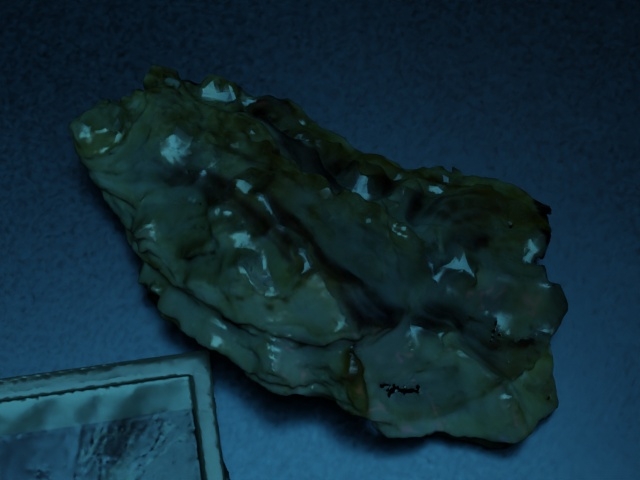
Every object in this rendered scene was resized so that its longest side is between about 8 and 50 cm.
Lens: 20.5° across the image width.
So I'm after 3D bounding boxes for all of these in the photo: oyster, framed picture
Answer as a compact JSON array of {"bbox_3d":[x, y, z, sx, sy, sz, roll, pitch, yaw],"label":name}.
[{"bbox_3d":[-0.001,0.001,1.108,0.354,0.107,0.201,20,67,4],"label":"oyster"},{"bbox_3d":[-0.148,0.213,1.068,0.209,0.019,0.281,-9,71,-6],"label":"framed picture"}]
